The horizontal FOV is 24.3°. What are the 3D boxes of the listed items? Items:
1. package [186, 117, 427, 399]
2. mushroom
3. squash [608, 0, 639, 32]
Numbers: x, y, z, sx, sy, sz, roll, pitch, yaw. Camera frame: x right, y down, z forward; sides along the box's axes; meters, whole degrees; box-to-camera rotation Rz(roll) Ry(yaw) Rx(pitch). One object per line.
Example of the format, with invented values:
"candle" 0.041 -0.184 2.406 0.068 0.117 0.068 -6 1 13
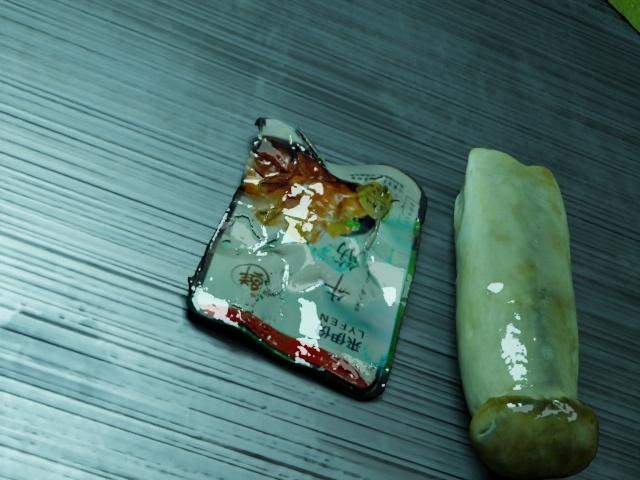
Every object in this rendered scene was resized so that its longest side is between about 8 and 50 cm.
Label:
"package" 0.000 0.000 1.137 0.166 0.040 0.232 27 46 -8
"mushroom" 0.152 0.054 1.153 0.100 0.081 0.312 21 41 -18
"squash" 0.382 -0.258 1.593 0.189 0.189 0.260 -45 118 -46
